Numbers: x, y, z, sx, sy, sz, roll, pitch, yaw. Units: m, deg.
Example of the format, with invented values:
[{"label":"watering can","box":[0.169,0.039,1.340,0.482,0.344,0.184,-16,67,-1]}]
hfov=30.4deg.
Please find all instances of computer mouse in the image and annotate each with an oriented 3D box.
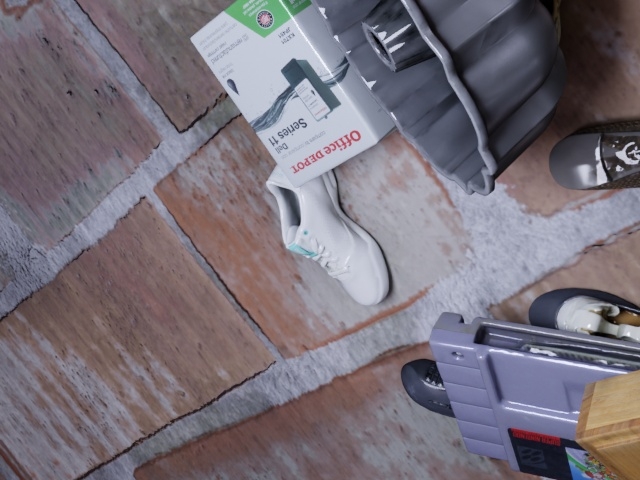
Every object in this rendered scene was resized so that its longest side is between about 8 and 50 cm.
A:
[{"label":"computer mouse","box":[0.200,0.213,1.422,0.242,0.041,0.071,23,131,23]}]

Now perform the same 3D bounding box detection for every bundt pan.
[{"label":"bundt pan","box":[0.101,-0.206,1.056,0.331,0.124,0.331,55,175,7]}]

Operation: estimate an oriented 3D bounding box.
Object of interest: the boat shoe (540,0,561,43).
[{"label":"boat shoe","box":[0.201,-0.211,1.111,0.050,0.045,0.135,23,132,24]}]

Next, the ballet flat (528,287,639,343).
[{"label":"ballet flat","box":[0.309,0.092,1.222,0.203,0.074,0.074,18,129,25]}]

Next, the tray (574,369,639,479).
[{"label":"tray","box":[0.455,0.257,1.127,0.411,0.076,0.203,41,140,-22]}]

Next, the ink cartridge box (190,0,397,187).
[{"label":"ink cartridge box","box":[-0.019,-0.180,1.279,0.153,0.087,0.208,-27,102,47]}]

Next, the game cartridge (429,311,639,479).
[{"label":"game cartridge","box":[0.304,0.189,1.245,0.355,0.068,0.230,8,137,28]}]

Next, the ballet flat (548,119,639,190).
[{"label":"ballet flat","box":[0.337,-0.081,1.098,0.250,0.058,0.084,-4,95,34]}]

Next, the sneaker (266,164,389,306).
[{"label":"sneaker","box":[0.000,0.000,1.389,0.080,0.094,0.212,-19,107,43]}]
